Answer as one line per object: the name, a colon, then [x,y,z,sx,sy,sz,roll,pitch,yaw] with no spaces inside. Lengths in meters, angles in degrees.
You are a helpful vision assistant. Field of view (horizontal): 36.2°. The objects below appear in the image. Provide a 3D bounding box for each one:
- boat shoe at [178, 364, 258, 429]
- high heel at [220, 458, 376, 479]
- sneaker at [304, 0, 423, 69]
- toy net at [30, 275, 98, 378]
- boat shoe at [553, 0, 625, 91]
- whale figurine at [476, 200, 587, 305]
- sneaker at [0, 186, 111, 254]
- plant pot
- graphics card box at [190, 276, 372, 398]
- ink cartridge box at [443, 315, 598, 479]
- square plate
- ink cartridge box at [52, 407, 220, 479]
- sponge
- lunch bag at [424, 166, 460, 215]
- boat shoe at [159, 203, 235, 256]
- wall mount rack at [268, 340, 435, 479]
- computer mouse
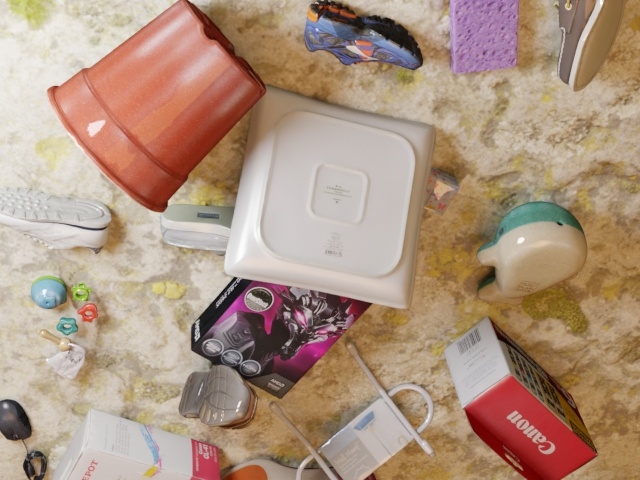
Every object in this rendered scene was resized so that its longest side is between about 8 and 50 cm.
boat shoe: [-0.180,0.316,1.934,0.116,0.324,0.123,23,79,-20]
high heel: [-0.060,0.578,2.205,0.377,0.127,0.181,-10,129,3]
sneaker: [0.072,-0.337,1.672,0.221,0.083,0.087,18,132,-12]
toy net: [-0.493,0.171,1.929,0.122,0.045,0.232,-6,125,-6]
boat shoe: [0.455,-0.413,1.657,0.117,0.097,0.324,-28,138,-40]
whale figurine: [0.405,0.026,1.929,0.216,0.141,0.272,8,145,-13]
sneaker: [-0.502,-0.030,1.776,0.235,0.090,0.095,13,129,-14]
plant pot: [-0.249,-0.232,1.591,0.265,0.272,0.272,-40,119,7]
graphics card box: [-0.059,0.123,1.928,0.233,0.094,0.371,33,113,-25]
ink cartridge box: [0.421,0.355,2.026,0.130,0.272,0.309,-40,115,17]
square plate: [0.029,-0.078,1.719,0.347,0.049,0.344,12,80,-14]
ink cartridge box: [-0.399,0.516,2.107,0.306,0.131,0.226,23,117,-19]
sponge: [0.281,-0.393,1.684,0.117,0.031,0.210,-8,123,-3]
lunch bag: [0.209,-0.096,1.851,0.083,0.053,0.071,25,115,-12]
boat shoe: [-0.187,-0.013,1.835,0.228,0.079,0.081,8,129,-2]
wall mount rack: [0.068,0.396,2.072,0.350,0.130,0.304,-38,87,-5]
computer mouse: [-0.635,0.432,2.074,0.071,0.041,0.242,-13,124,-1]
